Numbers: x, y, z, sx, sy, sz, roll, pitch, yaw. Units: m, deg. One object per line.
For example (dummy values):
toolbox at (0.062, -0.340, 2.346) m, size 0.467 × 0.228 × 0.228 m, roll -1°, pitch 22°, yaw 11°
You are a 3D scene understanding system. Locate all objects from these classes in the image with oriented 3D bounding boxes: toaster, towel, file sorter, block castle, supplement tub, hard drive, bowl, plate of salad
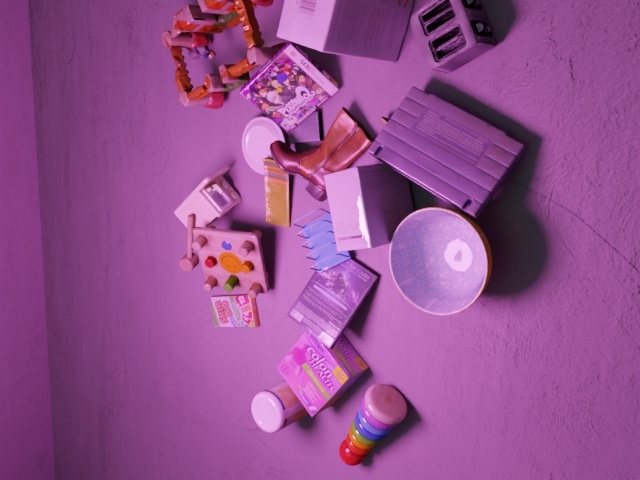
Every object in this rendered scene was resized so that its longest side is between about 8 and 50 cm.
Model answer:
toaster at (0.336, -0.540, 1.527) m, size 0.185 × 0.110 × 0.168 m, roll -23°, pitch 83°, yaw 40°
towel at (-0.151, -0.163, 2.028) m, size 0.102 × 0.021 × 0.237 m, roll 14°, pitch 117°, yaw 30°
file sorter at (0.000, 0.000, 1.878) m, size 0.118 × 0.104 × 0.170 m, roll -27°, pitch 73°, yaw 18°
block castle at (-0.303, -0.648, 1.971) m, size 0.453 × 0.212 × 0.303 m, roll -15°, pitch 93°, yaw 42°
supplement tub at (-0.126, 0.571, 2.066) m, size 0.144 × 0.199 × 0.144 m, roll 8°, pitch 103°, yaw 38°
hard drive at (-0.050, -0.370, 1.934) m, size 0.135 × 0.022 × 0.094 m, roll 2°, pitch 100°, yaw 39°
bowl at (0.346, 0.044, 1.602) m, size 0.289 × 0.156 × 0.290 m, roll 9°, pitch 105°, yaw 36°
plate of salad at (-0.192, -0.327, 2.041) m, size 0.199 × 0.048 × 0.200 m, roll 11°, pitch 108°, yaw 35°

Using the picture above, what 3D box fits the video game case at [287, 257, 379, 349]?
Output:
video game case at (0.037, 0.180, 1.894) m, size 0.196 × 0.026 × 0.274 m, roll 34°, pitch 91°, yaw 29°

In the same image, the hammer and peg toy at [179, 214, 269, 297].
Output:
hammer and peg toy at (-0.367, 0.062, 2.104) m, size 0.361 × 0.127 × 0.266 m, roll 7°, pitch 126°, yaw 19°

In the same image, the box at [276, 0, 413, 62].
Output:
box at (0.077, -0.613, 1.571) m, size 0.168 × 0.345 × 0.215 m, roll 30°, pitch 116°, yaw 32°

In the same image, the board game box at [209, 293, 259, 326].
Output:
board game box at (-0.344, 0.274, 2.297) m, size 0.259 × 0.039 × 0.124 m, roll -7°, pitch 94°, yaw 43°

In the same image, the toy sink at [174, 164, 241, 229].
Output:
toy sink at (-0.395, -0.143, 2.159) m, size 0.131 × 0.153 × 0.234 m, roll 49°, pitch 127°, yaw -4°

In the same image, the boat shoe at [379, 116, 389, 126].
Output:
boat shoe at (0.214, -0.304, 1.712) m, size 0.135 × 0.050 × 0.045 m, roll 51°, pitch 120°, yaw 20°

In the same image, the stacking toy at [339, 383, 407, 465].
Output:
stacking toy at (0.151, 0.612, 1.908) m, size 0.141 × 0.141 × 0.330 m, roll 44°, pitch 130°, yaw 24°

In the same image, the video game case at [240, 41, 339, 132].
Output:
video game case at (-0.096, -0.471, 1.830) m, size 0.232 × 0.210 × 0.042 m, roll -35°, pitch 34°, yaw 28°

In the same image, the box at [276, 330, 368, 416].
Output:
box at (0.002, 0.428, 1.986) m, size 0.213 × 0.117 × 0.243 m, roll 51°, pitch 125°, yaw 20°

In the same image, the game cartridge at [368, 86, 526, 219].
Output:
game cartridge at (0.329, -0.240, 1.561) m, size 0.355 × 0.068 × 0.230 m, roll 37°, pitch 88°, yaw 26°

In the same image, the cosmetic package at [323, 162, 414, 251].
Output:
cosmetic package at (0.147, -0.100, 1.688) m, size 0.138 × 0.224 × 0.225 m, roll -7°, pitch 94°, yaw 45°

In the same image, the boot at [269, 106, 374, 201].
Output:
boot at (-0.005, -0.301, 1.849) m, size 0.264 × 0.096 × 0.280 m, roll 48°, pitch 124°, yaw 13°
